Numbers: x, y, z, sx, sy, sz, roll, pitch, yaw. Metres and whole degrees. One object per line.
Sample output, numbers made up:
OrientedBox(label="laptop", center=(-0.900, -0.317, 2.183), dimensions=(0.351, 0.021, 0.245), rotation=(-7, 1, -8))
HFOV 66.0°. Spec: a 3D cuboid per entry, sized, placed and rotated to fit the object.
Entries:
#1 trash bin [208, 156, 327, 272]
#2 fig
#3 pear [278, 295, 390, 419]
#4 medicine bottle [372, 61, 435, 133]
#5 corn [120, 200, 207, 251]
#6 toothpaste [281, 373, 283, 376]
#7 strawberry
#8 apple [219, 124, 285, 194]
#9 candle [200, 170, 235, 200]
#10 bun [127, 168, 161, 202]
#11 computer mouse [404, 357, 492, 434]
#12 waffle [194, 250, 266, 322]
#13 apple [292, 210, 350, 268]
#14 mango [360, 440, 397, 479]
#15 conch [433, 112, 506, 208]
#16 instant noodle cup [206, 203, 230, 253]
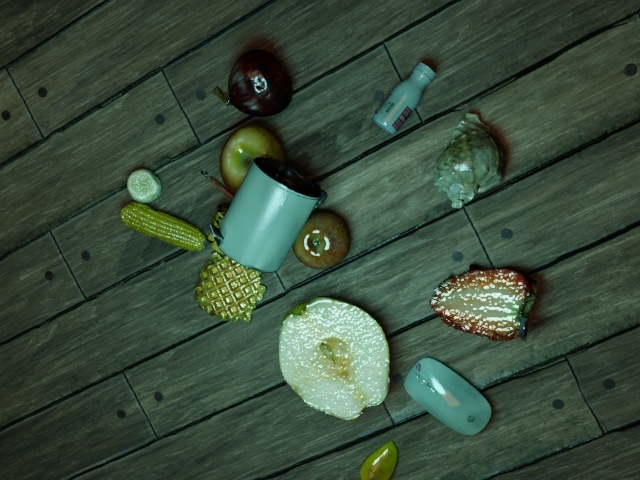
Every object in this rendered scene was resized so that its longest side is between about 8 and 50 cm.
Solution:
OrientedBox(label="trash bin", center=(-0.152, -0.074, 1.413), dimensions=(0.277, 0.217, 0.263), rotation=(16, 113, -34))
OrientedBox(label="fig", center=(-0.219, -0.463, 1.538), dimensions=(0.249, 0.186, 0.204), rotation=(-30, 110, 17))
OrientedBox(label="pear", center=(0.052, 0.354, 1.575), dimensions=(0.340, 0.191, 0.386), rotation=(-31, 91, 6))
OrientedBox(label="medicine bottle", center=(0.258, -0.436, 1.512), dimensions=(0.090, 0.090, 0.217), rotation=(39, 99, 2))
OrientedBox(label="corn", center=(-0.527, -0.046, 1.661), dimensions=(0.313, 0.102, 0.102), rotation=(20, 98, 5))
OrientedBox(label="toothpaste", center=(-0.082, 0.357, 1.674), dimensions=(0.062, 0.039, 0.239), rotation=(11, 100, 0))
OrientedBox(label="strawberry", center=(0.511, 0.189, 1.542), dimensions=(0.306, 0.137, 0.233), rotation=(9, 78, 32))
OrientedBox(label="apple", center=(-0.209, -0.241, 1.563), dimensions=(0.210, 0.173, 0.235), rotation=(25, 91, 13))
OrientedBox(label="candle", center=(-0.336, -0.180, 1.659), dimensions=(0.167, 0.021, 0.026), rotation=(41, 122, 1))
OrientedBox(label="bun", center=(-0.595, -0.184, 1.668), dimensions=(0.115, 0.069, 0.115), rotation=(0, 88, -9))
OrientedBox(label="computer mouse", center=(0.414, 0.510, 1.590), dimensions=(0.288, 0.097, 0.159), rotation=(36, 102, 2))
OrientedBox(label="waffle", center=(-0.307, 0.159, 1.680), dimensions=(0.243, 0.059, 0.238), rotation=(16, 95, 4))
OrientedBox(label="apple", center=(0.000, 0.000, 1.554), dimensions=(0.188, 0.174, 0.188), rotation=(1, 96, 11))
OrientedBox(label="mango", center=(0.199, 0.764, 1.666), dimensions=(0.101, 0.066, 0.187), rotation=(36, 91, 2))
OrientedBox(label="conch", center=(0.453, -0.238, 1.471), dimensions=(0.210, 0.159, 0.291), rotation=(10, 96, 8))
OrientedBox(label="instant noodle cup", center=(-0.294, -0.031, 1.616), dimensions=(0.151, 0.151, 0.122), rotation=(33, 111, 3))
